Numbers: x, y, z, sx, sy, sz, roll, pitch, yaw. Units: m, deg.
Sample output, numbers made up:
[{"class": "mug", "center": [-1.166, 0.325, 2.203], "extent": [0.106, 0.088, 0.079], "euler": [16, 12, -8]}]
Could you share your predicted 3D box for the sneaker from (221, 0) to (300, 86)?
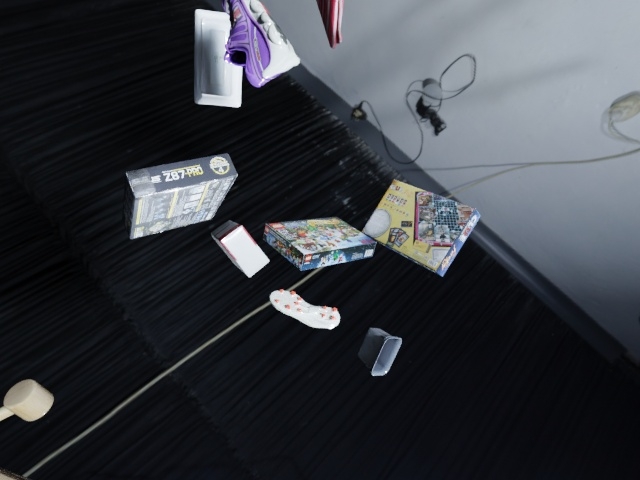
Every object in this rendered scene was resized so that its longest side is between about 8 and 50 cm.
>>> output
[{"class": "sneaker", "center": [-0.087, -0.237, 0.454], "extent": [0.068, 0.071, 0.169], "euler": [38, -159, -53]}]

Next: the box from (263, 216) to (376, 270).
[{"class": "box", "center": [0.000, 0.000, 0.982], "extent": [0.159, 0.233, 0.044], "euler": [36, 122, 40]}]

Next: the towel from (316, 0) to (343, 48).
[{"class": "towel", "center": [-0.005, -0.511, 0.693], "extent": [0.199, 0.031, 0.274], "euler": [84, 169, -88]}]

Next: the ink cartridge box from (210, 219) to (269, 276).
[{"class": "ink cartridge box", "center": [-0.176, 0.014, 0.861], "extent": [0.099, 0.056, 0.135], "euler": [56, 165, -21]}]

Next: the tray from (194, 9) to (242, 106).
[{"class": "tray", "center": [-0.312, -0.554, 1.218], "extent": [0.030, 0.146, 0.269], "euler": [-120, 34, -75]}]

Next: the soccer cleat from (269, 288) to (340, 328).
[{"class": "soccer cleat", "center": [-0.046, 0.191, 1.064], "extent": [0.197, 0.068, 0.076], "euler": [19, 137, 0]}]

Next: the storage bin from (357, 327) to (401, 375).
[{"class": "storage bin", "center": [0.187, 0.349, 1.285], "extent": [0.091, 0.098, 0.135], "euler": [33, 104, 47]}]

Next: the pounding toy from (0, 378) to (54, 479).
[{"class": "pounding toy", "center": [-0.323, 0.252, 0.391], "extent": [0.181, 0.205, 0.094], "euler": [2, 138, 24]}]

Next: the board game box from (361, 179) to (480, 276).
[{"class": "board game box", "center": [0.232, -0.039, 0.964], "extent": [0.042, 0.164, 0.243], "euler": [32, 180, -45]}]

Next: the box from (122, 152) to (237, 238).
[{"class": "box", "center": [-0.488, -0.139, 1.357], "extent": [0.395, 0.319, 0.097], "euler": [-35, 78, 58]}]
